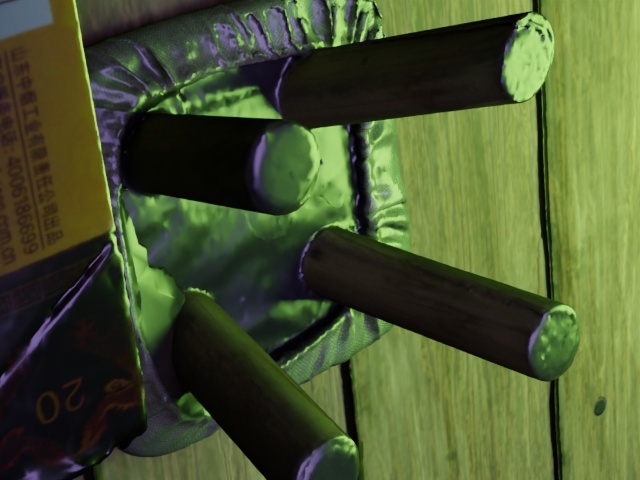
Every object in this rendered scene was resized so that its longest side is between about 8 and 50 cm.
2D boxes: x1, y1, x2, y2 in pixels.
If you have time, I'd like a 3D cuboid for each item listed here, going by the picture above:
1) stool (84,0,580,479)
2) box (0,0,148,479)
[{"bbox_3d":[0.000,0.000,1.147,0.310,0.226,0.310,-26,120,-34],"label":"stool"},{"bbox_3d":[-0.233,-0.088,0.864,0.116,0.264,0.415,-26,119,-36],"label":"box"}]
